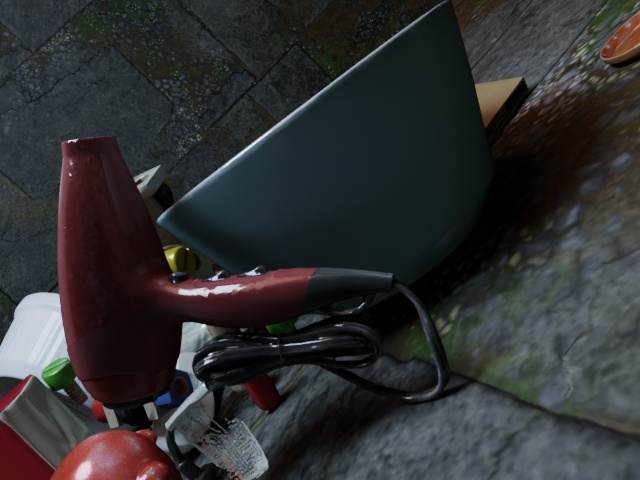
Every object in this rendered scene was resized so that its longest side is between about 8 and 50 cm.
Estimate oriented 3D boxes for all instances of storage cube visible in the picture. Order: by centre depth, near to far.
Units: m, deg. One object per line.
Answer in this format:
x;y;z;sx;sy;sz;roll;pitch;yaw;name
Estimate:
-0.317;0.280;0.612;0.193;0.215;0.183;-42;10;-12;storage cube

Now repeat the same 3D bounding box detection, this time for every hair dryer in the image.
-0.078;0.042;0.421;0.223;0.293;0.080;-47;-4;14;hair dryer

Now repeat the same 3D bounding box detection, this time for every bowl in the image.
0.027;-0.048;0.547;0.311;0.163;0.311;-35;9;6;bowl

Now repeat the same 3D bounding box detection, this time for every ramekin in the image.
-0.372;0.208;0.947;0.273;0.272;0.127;-33;28;48;ramekin

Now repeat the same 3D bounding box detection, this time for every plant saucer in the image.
0.285;-0.184;0.532;0.083;0.013;0.083;-44;11;11;plant saucer

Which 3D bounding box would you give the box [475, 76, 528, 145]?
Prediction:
0.125;-0.125;0.730;0.201;0.021;0.164;6;52;53;box

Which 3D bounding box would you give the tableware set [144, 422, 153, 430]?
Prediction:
-0.251;0.292;0.790;0.154;0.024;0.104;-52;13;-27;tableware set

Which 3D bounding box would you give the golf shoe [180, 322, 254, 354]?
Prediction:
-0.162;0.095;0.865;0.306;0.140;0.115;-47;11;-13;golf shoe

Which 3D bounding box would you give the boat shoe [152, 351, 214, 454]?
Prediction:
-0.165;0.200;0.719;0.184;0.066;0.063;-117;44;-68;boat shoe

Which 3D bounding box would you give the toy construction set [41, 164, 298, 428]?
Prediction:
-0.177;0.042;0.645;0.308;0.237;0.257;4;38;49;toy construction set

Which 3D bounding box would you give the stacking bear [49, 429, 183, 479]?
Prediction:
-0.222;0.271;0.457;0.289;0.164;0.175;-45;11;-16;stacking bear
